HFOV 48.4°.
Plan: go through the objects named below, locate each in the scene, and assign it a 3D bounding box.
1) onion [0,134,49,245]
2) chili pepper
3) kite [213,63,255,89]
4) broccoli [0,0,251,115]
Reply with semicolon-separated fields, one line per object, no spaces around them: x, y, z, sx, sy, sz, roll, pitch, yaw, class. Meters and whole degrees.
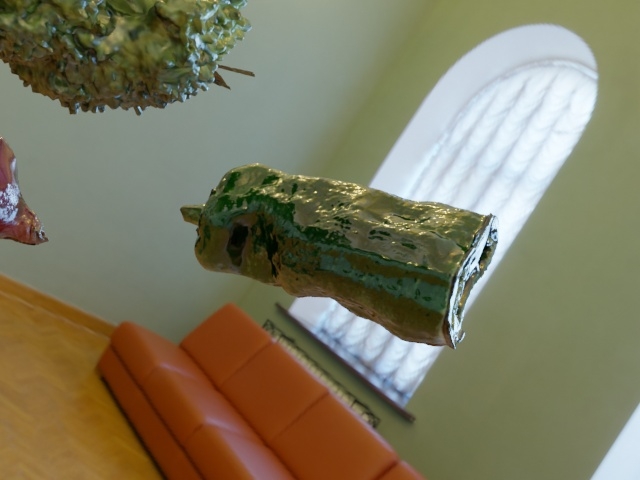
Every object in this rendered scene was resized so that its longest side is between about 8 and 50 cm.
-0.453;-0.059;0.927;0.218;0.195;0.140;29;-45;-12;onion
0.000;0.000;0.594;0.271;0.136;0.099;11;-33;25;chili pepper
-0.168;-0.269;1.086;0.153;0.005;0.137;13;-19;30;kite
-0.181;-0.242;0.540;0.288;0.259;0.235;32;-1;-21;broccoli
